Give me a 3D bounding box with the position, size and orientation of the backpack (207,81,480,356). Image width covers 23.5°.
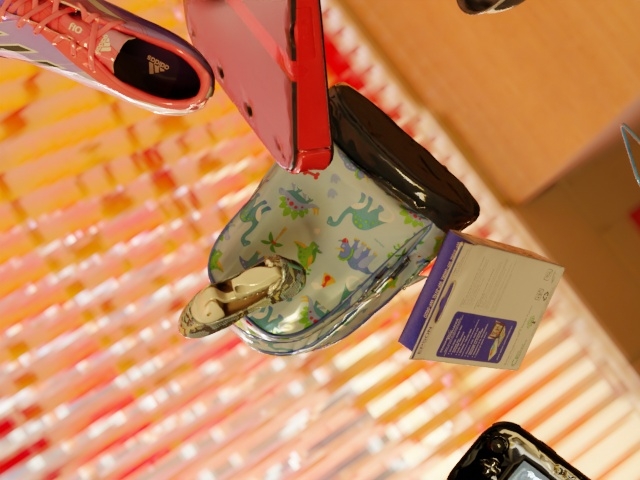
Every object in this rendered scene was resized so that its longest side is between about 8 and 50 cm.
[{"bbox_3d":[0.000,0.000,2.179,0.355,0.290,0.273,-47,-6,22],"label":"backpack"}]

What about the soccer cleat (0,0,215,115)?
[{"bbox_3d":[-0.256,-0.217,1.609,0.108,0.318,0.116,-67,16,1],"label":"soccer cleat"}]

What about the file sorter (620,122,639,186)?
[{"bbox_3d":[0.454,-0.115,1.804,0.170,0.104,0.118,-27,-51,0],"label":"file sorter"}]

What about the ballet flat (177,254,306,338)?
[{"bbox_3d":[-0.110,0.066,1.949,0.188,0.070,0.070,-27,-8,14],"label":"ballet flat"}]

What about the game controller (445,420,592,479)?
[{"bbox_3d":[0.343,0.411,2.290,0.166,0.319,0.067,-53,-3,9],"label":"game controller"}]

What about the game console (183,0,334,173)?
[{"bbox_3d":[-0.086,-0.298,1.889,0.060,0.386,0.342,-17,-47,-19],"label":"game console"}]

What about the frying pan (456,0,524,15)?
[{"bbox_3d":[0.219,-0.367,1.572,0.197,0.053,0.326,-28,41,57],"label":"frying pan"}]

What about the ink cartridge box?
[{"bbox_3d":[0.201,0.079,2.007,0.333,0.065,0.165,14,-78,-59],"label":"ink cartridge box"}]
